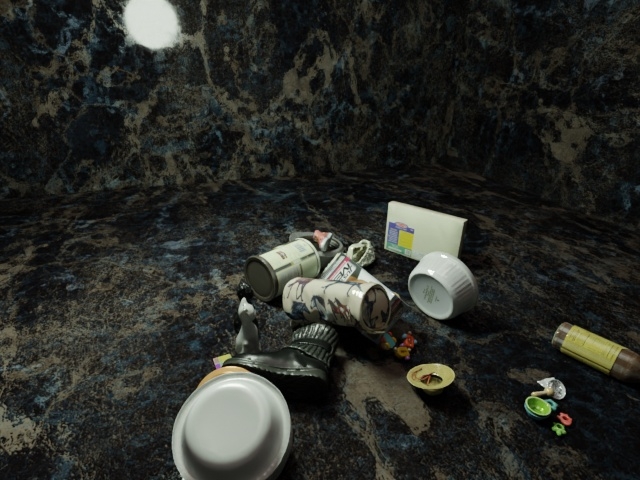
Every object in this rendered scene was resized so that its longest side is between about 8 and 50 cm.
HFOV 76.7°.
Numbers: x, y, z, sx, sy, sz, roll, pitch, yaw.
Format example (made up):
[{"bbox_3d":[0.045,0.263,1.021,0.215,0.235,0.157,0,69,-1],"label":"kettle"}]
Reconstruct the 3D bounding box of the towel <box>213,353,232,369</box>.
[{"bbox_3d":[-0.323,0.414,1.355,0.060,0.009,0.083,-9,27,-23],"label":"towel"}]

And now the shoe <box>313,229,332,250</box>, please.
[{"bbox_3d":[0.000,0.000,1.928,0.081,0.063,0.178,13,20,9],"label":"shoe"}]

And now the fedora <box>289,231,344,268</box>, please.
[{"bbox_3d":[-0.025,0.058,2.010,0.276,0.124,0.243,3,25,-14],"label":"fedora"}]

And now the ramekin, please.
[{"bbox_3d":[0.472,0.190,1.602,0.127,0.272,0.273,-31,38,-31],"label":"ramekin"}]

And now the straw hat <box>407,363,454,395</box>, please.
[{"bbox_3d":[0.347,0.446,1.259,0.145,0.061,0.144,-11,13,3],"label":"straw hat"}]

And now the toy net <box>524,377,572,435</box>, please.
[{"bbox_3d":[0.704,0.480,1.222,0.122,0.045,0.232,20,30,35],"label":"toy net"}]

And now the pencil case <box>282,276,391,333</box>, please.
[{"bbox_3d":[0.050,0.232,1.443,0.410,0.183,0.160,-2,3,43],"label":"pencil case"}]

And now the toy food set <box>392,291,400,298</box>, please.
[{"bbox_3d":[0.301,0.246,1.743,0.083,0.020,0.083,1,25,0],"label":"toy food set"}]

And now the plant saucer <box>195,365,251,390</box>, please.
[{"bbox_3d":[-0.259,0.448,1.120,0.200,0.037,0.200,0,61,0],"label":"plant saucer"}]

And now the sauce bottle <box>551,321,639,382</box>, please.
[{"bbox_3d":[0.971,0.397,1.347,0.111,0.111,0.344,-18,33,-37],"label":"sauce bottle"}]

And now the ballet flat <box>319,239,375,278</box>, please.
[{"bbox_3d":[0.126,0.099,1.924,0.147,0.147,0.409,17,29,30],"label":"ballet flat"}]

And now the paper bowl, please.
[{"bbox_3d":[-0.213,0.461,0.981,0.284,0.148,0.284,0,51,0],"label":"paper bowl"}]

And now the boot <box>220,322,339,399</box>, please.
[{"bbox_3d":[-0.120,0.374,1.309,0.348,0.131,0.260,8,27,3],"label":"boot"}]

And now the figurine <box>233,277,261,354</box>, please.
[{"bbox_3d":[-0.264,0.270,1.433,0.092,0.209,0.215,-4,25,-12],"label":"figurine"}]

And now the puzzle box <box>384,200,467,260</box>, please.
[{"bbox_3d":[0.519,-0.028,2.054,0.409,0.272,0.052,21,31,35],"label":"puzzle box"}]

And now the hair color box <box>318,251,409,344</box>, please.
[{"bbox_3d":[0.149,0.214,1.588,0.113,0.185,0.374,40,-1,-37],"label":"hair color box"}]

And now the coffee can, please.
[{"bbox_3d":[-0.164,0.123,1.772,0.201,0.201,0.275,22,31,38],"label":"coffee can"}]

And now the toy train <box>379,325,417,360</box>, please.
[{"bbox_3d":[0.266,0.358,1.425,0.166,0.046,0.125,30,39,-18],"label":"toy train"}]
